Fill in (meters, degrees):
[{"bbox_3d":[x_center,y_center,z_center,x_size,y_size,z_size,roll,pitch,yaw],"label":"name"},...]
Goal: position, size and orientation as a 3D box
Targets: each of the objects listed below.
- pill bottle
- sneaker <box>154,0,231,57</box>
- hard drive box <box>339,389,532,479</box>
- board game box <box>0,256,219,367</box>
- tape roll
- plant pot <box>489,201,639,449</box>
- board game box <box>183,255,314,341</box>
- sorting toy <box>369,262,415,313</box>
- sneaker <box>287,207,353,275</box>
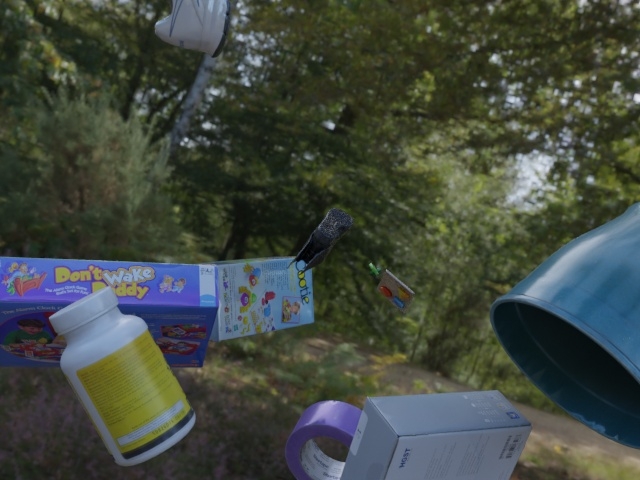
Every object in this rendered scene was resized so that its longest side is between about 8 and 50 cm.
[{"bbox_3d":[-0.224,0.149,0.865,0.184,0.103,0.103,63,-13,-8],"label":"pill bottle"},{"bbox_3d":[-0.202,-0.455,1.264,0.129,0.297,0.111,6,0,-9],"label":"sneaker"},{"bbox_3d":[0.159,0.313,1.098,0.232,0.181,0.089,4,25,-29],"label":"hard drive box"},{"bbox_3d":[-0.353,0.126,1.270,0.347,0.078,0.233,3,-34,-15],"label":"board game box"},{"bbox_3d":[0.029,0.423,1.564,0.189,0.189,0.080,18,30,12],"label":"tape roll"},{"bbox_3d":[0.416,0.091,1.041,0.271,0.255,0.272,43,-15,15],"label":"plant pot"},{"bbox_3d":[-0.155,0.110,1.552,0.142,0.144,0.275,-2,1,39],"label":"board game box"},{"bbox_3d":[0.102,0.070,1.172,0.083,0.012,0.062,40,-33,17],"label":"sorting toy"},{"bbox_3d":[0.002,0.002,1.425,0.051,0.089,0.170,38,26,5],"label":"sneaker"}]
